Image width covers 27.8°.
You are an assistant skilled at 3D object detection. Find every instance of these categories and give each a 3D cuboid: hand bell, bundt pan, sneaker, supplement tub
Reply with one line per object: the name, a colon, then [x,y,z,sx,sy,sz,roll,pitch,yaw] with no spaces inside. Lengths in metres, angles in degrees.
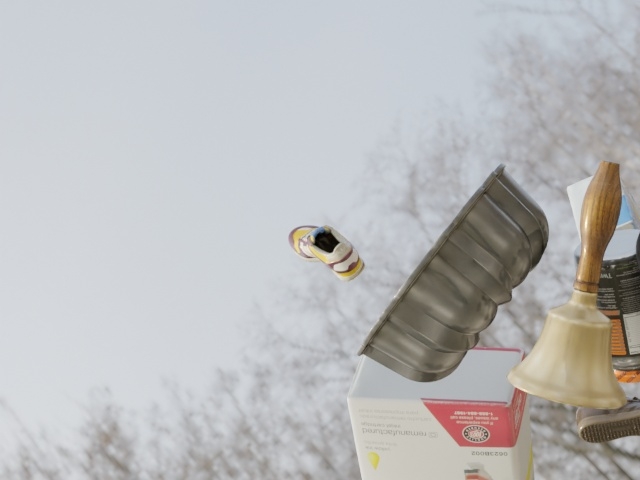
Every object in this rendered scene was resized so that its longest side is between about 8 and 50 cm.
hand bell: [0.276,0.038,1.329,0.126,0.126,0.242,-1,-76,-51]
bundt pan: [0.194,0.061,1.761,0.331,0.124,0.331,-51,-7,-8]
sneaker: [0.492,0.267,2.011,0.188,0.071,0.066,-4,-53,7]
sneaker: [0.000,0.000,2.198,0.069,0.185,0.084,-46,-49,-16]
supplement tub: [0.418,0.090,1.770,0.117,0.117,0.190,-25,-68,-30]

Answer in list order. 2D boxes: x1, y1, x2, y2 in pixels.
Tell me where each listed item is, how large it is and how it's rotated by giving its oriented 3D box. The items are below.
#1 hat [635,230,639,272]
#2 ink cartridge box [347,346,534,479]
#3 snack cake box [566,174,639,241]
hat: [0.580,0.009,1.668,0.331,0.331,0.134,-20,-38,-36]
ink cartridge box: [0.220,0.379,2.237,0.160,0.279,0.385,-66,-29,-54]
snack cake box: [0.494,0.032,2.055,0.089,0.152,0.264,-25,-57,20]
